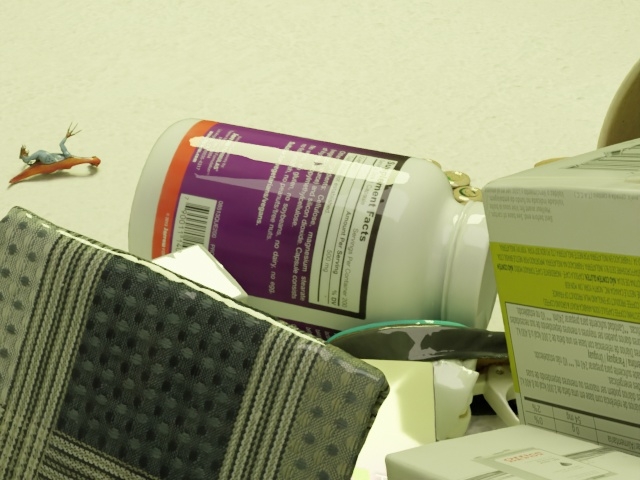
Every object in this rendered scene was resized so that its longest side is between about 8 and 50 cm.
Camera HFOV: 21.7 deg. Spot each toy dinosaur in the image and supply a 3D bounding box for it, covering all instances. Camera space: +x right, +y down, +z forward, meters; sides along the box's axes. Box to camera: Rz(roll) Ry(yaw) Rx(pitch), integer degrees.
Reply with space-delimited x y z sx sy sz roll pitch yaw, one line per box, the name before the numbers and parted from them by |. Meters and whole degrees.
toy dinosaur | -0.282 -0.081 1.807 0.082 0.047 0.090 15 65 5

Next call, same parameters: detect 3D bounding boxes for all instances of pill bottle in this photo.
pill bottle | 0.000 0.000 1.526 0.322 0.182 0.181 11 31 14

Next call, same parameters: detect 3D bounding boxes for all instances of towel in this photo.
towel | -0.130 0.179 1.106 0.312 0.324 0.056 22 7 24

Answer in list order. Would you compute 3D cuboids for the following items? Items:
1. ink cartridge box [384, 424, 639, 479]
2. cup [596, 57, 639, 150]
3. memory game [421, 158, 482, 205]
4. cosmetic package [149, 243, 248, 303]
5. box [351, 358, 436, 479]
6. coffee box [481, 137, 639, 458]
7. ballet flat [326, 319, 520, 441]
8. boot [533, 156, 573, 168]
ink cartridge box | 0.153 0.239 1.008 0.117 0.207 0.283 -8 5 -22
cup | 0.454 -0.054 1.576 0.331 0.331 0.237 21 11 29
memory game | 0.085 -0.047 1.781 0.186 0.012 0.186 2 31 -1
cosmetic package | -0.178 0.099 1.398 0.231 0.117 0.085 -20 47 -32
box | -0.035 0.192 1.257 0.242 0.117 0.213 2 30 1
coffee box | 0.362 0.087 1.158 0.337 0.335 0.338 -16 10 -28
ballet flat | 0.139 0.120 1.424 0.280 0.095 0.096 -2 42 -7
boot | 0.309 0.044 1.461 0.295 0.211 0.104 11 0 25
